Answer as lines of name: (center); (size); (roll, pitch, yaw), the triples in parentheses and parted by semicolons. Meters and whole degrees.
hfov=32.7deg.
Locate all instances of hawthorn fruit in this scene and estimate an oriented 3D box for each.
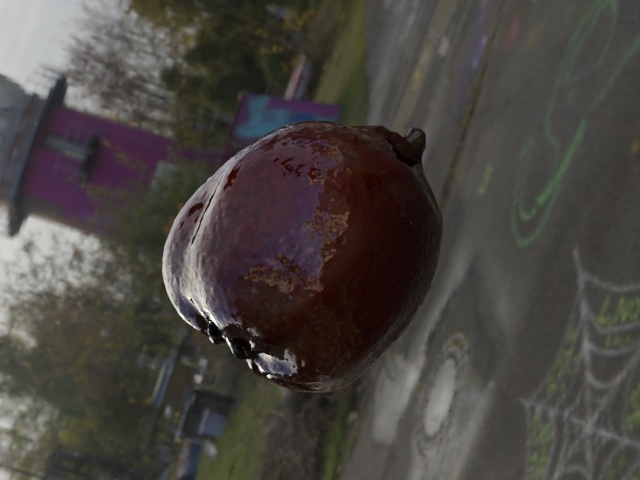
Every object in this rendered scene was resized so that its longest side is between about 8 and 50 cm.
hawthorn fruit: (0.000, 0.000, 0.695); (0.188, 0.169, 0.169); (-51, 2, -16)
